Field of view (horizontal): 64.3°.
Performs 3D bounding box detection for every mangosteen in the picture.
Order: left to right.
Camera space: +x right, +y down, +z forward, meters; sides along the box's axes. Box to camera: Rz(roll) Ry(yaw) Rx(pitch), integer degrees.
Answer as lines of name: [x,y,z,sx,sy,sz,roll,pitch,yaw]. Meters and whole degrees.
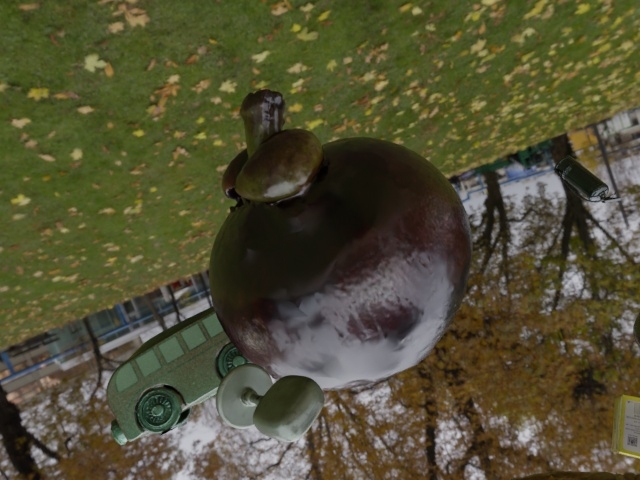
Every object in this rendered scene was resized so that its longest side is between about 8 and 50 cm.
mangosteen: [0.012,0.015,0.557,0.297,0.297,0.293,-20,145,17]

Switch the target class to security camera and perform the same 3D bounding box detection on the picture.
security camera: [-0.037,0.130,0.398,0.058,0.058,0.092,-25,-166,-35]

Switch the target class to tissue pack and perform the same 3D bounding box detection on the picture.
tissue pack: [0.581,0.320,0.830,0.176,0.095,0.062,7,161,20]

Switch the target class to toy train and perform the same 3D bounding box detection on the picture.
toy train: [-0.228,0.229,0.903,0.326,0.159,0.129,-30,166,-10]

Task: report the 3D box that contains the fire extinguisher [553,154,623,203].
fire extinguisher: [0.306,-0.066,0.591,0.038,0.025,0.083,-25,-135,-2]

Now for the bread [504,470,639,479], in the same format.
bread: [0.214,0.263,0.383,0.149,0.158,0.143,-25,-137,37]

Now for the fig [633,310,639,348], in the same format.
fig: [0.609,0.103,0.891,0.124,0.124,0.236,-18,-131,36]
